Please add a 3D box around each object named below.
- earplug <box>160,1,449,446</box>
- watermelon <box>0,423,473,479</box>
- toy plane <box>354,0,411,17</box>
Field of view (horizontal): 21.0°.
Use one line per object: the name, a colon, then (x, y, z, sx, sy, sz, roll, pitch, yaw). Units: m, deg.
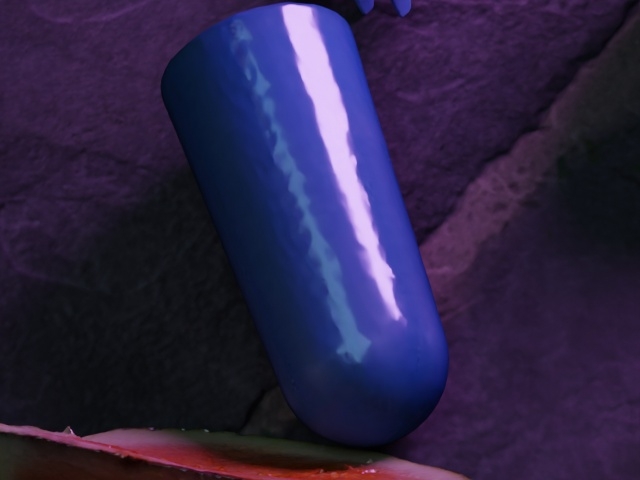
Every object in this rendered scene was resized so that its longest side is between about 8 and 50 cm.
earplug: (0.000, 0.000, 1.077, 0.132, 0.132, 0.273, -22, 66, 4)
watermelon: (-0.037, 0.154, 1.016, 0.303, 0.159, 0.128, 7, 37, 17)
toy plane: (0.077, -0.258, 1.195, 0.169, 0.078, 0.246, 14, 65, 50)
